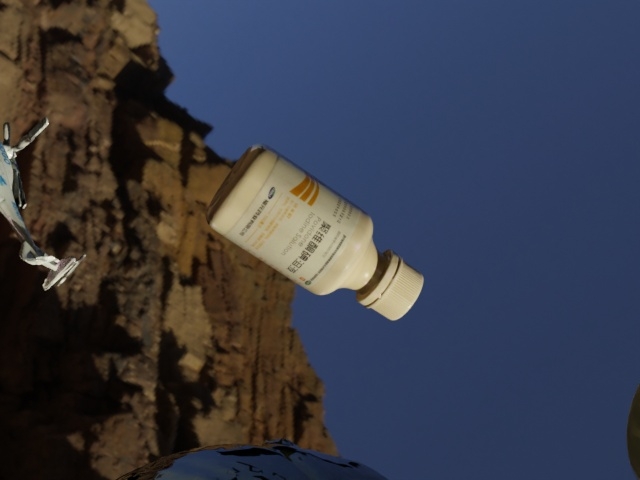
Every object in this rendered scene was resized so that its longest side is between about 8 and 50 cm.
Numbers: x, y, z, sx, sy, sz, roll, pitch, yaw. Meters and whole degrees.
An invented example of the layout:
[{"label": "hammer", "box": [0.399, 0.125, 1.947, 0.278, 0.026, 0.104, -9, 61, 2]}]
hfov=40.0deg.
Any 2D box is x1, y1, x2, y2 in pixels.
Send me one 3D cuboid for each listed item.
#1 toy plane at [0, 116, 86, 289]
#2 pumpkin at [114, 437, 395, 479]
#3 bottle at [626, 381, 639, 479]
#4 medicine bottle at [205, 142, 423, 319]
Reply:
[{"label": "toy plane", "box": [-0.403, -0.058, 1.077, 0.182, 0.107, 0.273, -27, -108, 30]}, {"label": "pumpkin", "box": [-0.023, 0.258, 0.437, 0.241, 0.323, 0.323, -42, -138, 31]}, {"label": "bottle", "box": [0.309, 0.165, 0.387, 0.229, 0.229, 0.351, -38, -151, 11]}, {"label": "medicine bottle", "box": [0.000, 0.000, 1.000, 0.114, 0.252, 0.114, -52, -167, 18]}]
